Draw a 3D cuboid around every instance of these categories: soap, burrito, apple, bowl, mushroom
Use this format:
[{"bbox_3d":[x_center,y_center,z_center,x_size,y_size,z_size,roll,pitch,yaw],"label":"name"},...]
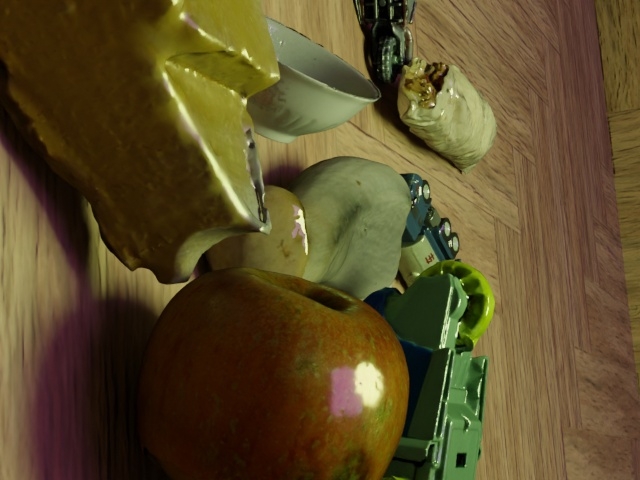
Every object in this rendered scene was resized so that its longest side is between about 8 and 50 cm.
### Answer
[{"bbox_3d":[-0.170,-0.150,0.875,0.338,0.169,0.304,24,50,-63],"label":"soap"},{"bbox_3d":[0.183,-0.177,1.801,0.392,0.076,0.117,22,83,-69],"label":"burrito"},{"bbox_3d":[-0.038,0.135,1.006,0.237,0.237,0.207,9,98,-66],"label":"apple"},{"bbox_3d":[-0.043,-0.150,1.235,0.086,0.189,0.189,-60,165,18],"label":"bowl"},{"bbox_3d":[0.000,0.000,1.277,0.328,0.122,0.159,-17,89,-66],"label":"mushroom"}]

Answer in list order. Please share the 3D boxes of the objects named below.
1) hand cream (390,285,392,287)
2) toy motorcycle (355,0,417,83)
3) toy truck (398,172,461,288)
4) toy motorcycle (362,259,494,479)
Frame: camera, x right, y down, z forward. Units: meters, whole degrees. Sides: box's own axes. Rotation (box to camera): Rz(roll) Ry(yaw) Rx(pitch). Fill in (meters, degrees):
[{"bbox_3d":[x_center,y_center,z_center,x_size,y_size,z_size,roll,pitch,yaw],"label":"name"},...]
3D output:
[{"bbox_3d":[0.057,0.054,1.481,0.079,0.048,0.255,-25,104,-65],"label":"hand cream"},{"bbox_3d":[0.094,-0.314,1.670,0.122,0.082,0.213,-28,120,-60],"label":"toy motorcycle"},{"bbox_3d":[0.120,0.003,1.630,0.202,0.074,0.088,58,41,-44],"label":"toy truck"},{"bbox_3d":[0.069,0.180,1.305,0.191,0.200,0.326,22,73,-64],"label":"toy motorcycle"}]
